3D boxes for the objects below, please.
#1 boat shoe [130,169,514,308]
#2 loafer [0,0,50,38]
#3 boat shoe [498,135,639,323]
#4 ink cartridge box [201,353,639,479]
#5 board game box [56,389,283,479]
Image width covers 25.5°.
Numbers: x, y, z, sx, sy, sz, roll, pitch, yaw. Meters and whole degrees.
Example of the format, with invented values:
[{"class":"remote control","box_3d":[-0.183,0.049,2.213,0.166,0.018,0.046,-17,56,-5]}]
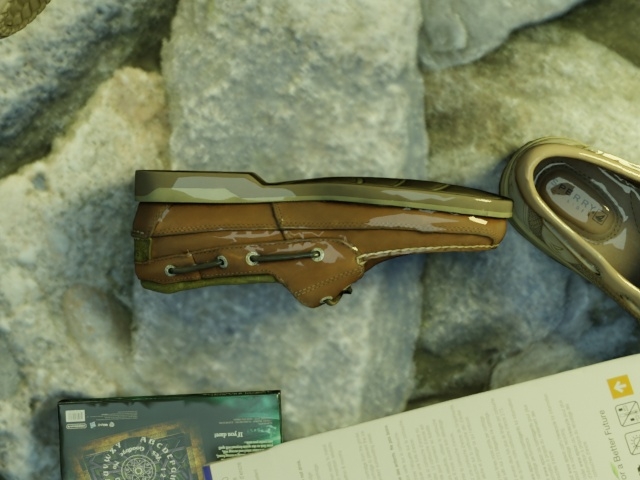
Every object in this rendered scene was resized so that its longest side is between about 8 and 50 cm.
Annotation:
[{"class":"boat shoe","box_3d":[0.000,0.000,1.140,0.307,0.110,0.105,3,94,11]},{"class":"loafer","box_3d":[-0.235,-0.291,1.145,0.092,0.102,0.269,21,81,2]},{"class":"boat shoe","box_3d":[0.296,0.030,1.126,0.341,0.110,0.122,28,91,1]},{"class":"ink cartridge box","box_3d":[0.105,0.219,1.115,0.370,0.069,0.176,-13,66,-3]},{"class":"board game box","box_3d":[-0.123,0.191,1.175,0.186,0.026,0.126,-2,90,1]}]
